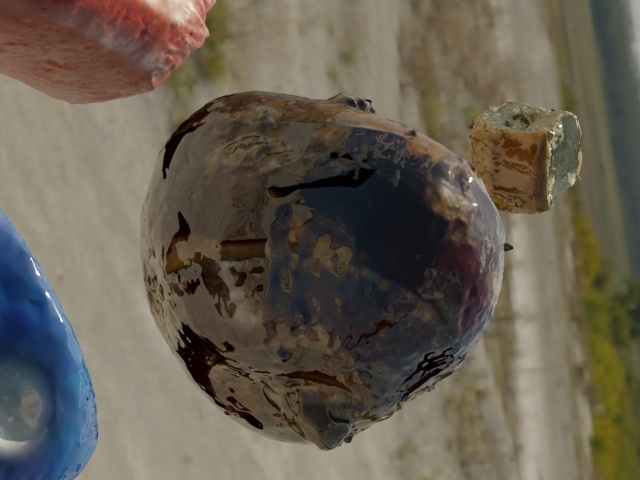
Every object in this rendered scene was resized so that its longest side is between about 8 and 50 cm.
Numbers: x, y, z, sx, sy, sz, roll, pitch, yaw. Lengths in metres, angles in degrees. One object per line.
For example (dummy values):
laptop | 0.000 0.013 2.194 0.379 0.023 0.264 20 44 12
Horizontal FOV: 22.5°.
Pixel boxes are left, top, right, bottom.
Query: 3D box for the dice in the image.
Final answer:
dice | -0.176 0.055 0.585 0.146 0.143 0.146 61 -28 -6

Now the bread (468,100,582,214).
bread | 0.166 -0.070 1.319 0.076 0.083 0.070 -35 126 -36

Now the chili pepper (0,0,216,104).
chili pepper | -0.254 -0.217 1.324 0.305 0.251 0.229 36 53 -56

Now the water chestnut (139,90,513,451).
water chestnut | 0.000 0.000 0.962 0.238 0.223 0.224 -64 151 -28
